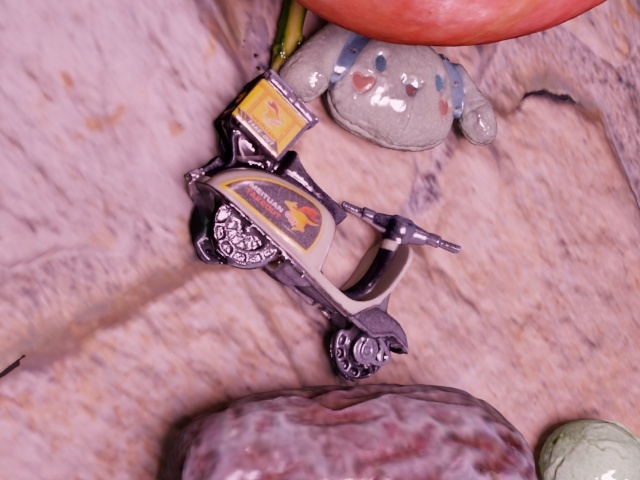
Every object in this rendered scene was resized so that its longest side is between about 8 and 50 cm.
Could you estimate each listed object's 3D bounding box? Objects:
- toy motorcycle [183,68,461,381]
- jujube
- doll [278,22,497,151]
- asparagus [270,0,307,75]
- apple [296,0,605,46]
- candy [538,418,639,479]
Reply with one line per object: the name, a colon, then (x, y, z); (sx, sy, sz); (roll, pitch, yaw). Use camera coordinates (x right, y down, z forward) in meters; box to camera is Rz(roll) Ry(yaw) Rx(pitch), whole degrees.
toy motorcycle: (0.000, 0.000, 0.597); (0.263, 0.091, 0.157); (43, 74, -19)
jujube: (0.026, 0.223, 0.548); (0.317, 0.226, 0.226); (1, 92, -19)
doll: (0.066, -0.136, 0.628); (0.214, 0.071, 0.103); (13, 81, -17)
asparagus: (-0.026, -0.192, 0.612); (0.025, 0.021, 0.108); (14, 87, -23)
apple: (0.087, -0.316, 0.493); (0.364, 0.364, 0.364); (-1, 93, -22)
candy: (0.386, 0.344, 0.777); (0.440, 0.119, 0.119); (45, 76, -25)
